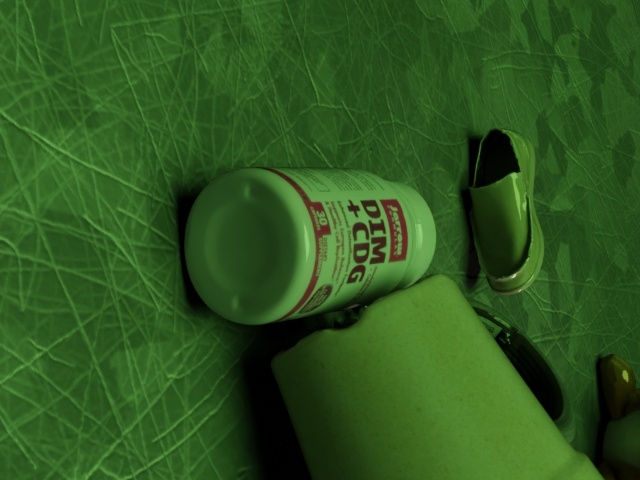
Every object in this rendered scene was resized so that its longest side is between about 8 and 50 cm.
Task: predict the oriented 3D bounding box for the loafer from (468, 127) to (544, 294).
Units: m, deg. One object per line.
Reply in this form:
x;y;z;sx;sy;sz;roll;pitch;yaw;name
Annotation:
0.261;-0.049;1.763;0.092;0.102;0.268;34;48;-46;loafer

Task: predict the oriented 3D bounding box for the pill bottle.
0.000;0.000;1.318;0.283;0.160;0.160;-5;88;-55;pill bottle

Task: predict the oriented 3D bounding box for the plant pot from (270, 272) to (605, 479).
0.109;0.214;1.306;0.334;0.334;0.305;-20;81;-55;plant pot

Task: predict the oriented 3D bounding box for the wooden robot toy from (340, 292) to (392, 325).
0.082;0.076;1.506;0.079;0.076;0.173;64;38;-41;wooden robot toy

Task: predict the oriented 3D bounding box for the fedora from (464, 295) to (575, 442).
0.204;0.192;1.554;0.244;0.124;0.275;39;20;-7;fedora

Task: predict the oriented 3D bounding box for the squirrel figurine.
0.687;0.391;2.039;0.397;0.370;0.281;51;45;-37;squirrel figurine
